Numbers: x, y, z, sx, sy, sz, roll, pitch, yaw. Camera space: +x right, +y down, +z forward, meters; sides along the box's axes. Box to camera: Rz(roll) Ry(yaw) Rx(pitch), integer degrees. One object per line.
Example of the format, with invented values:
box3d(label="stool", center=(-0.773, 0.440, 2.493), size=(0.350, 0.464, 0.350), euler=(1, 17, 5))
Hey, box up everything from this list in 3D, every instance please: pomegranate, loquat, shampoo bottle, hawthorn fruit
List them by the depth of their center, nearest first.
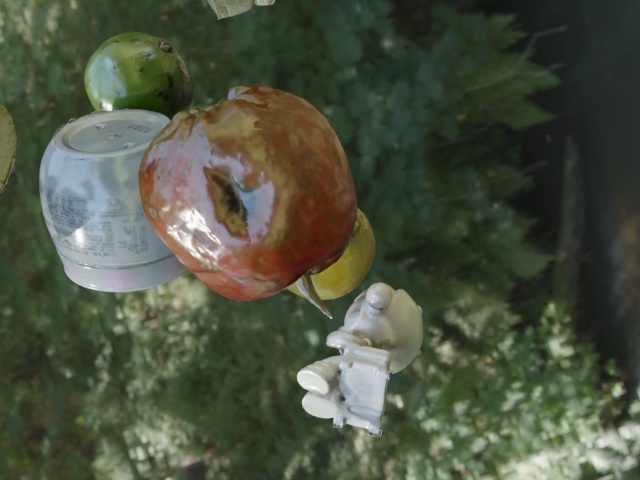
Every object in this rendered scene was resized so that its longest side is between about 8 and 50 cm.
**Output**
box3d(label="hawthorn fruit", center=(-0.085, -0.055, 1.451), size=(0.258, 0.258, 0.262), euler=(56, 170, 51))
box3d(label="loquat", center=(0.000, 0.000, 1.766), size=(0.172, 0.149, 0.204), euler=(44, 145, -8))
box3d(label="shampoo bottle", center=(-0.339, -0.069, 2.088), size=(0.273, 0.272, 0.266), euler=(-127, 30, -56))
box3d(label="pomegranate", center=(-0.347, -0.266, 2.226), size=(0.248, 0.202, 0.202), euler=(-46, 48, 22))

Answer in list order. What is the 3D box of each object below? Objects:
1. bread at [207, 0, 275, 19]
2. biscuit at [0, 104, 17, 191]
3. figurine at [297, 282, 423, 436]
box3d(label="bread", center=(-0.148, -0.430, 1.943), size=(0.077, 0.105, 0.152), euler=(84, 160, -49))
box3d(label="biscuit", center=(-0.401, -0.095, 1.389), size=(0.020, 0.152, 0.152), euler=(19, 135, 27))
box3d(label="figurine", center=(0.077, 0.147, 1.734), size=(0.257, 0.144, 0.182), euler=(-59, -40, -51))
